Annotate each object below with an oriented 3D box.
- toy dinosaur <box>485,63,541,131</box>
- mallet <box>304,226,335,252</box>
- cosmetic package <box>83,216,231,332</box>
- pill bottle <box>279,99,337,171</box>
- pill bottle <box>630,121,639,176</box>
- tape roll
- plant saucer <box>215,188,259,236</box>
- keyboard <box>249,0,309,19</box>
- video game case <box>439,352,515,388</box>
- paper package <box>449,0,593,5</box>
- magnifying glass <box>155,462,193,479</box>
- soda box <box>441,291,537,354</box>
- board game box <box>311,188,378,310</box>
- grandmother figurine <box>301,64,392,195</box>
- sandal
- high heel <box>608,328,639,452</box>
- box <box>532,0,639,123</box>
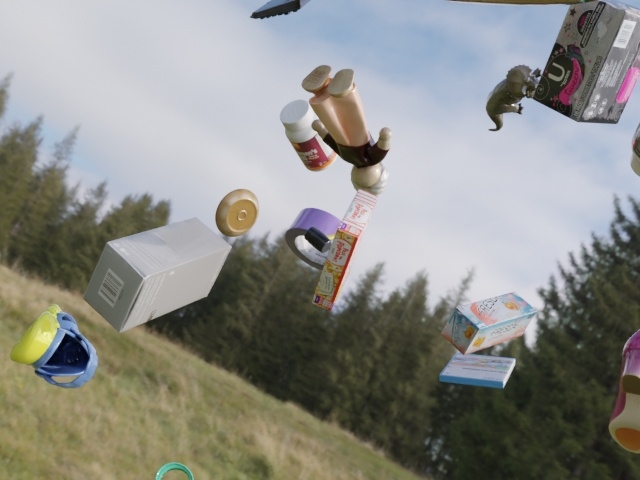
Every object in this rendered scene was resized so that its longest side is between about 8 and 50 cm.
[{"bbox_3d":[0.531,-0.408,2.252,0.160,0.121,0.313,-4,-13,-27],"label":"toy dinosaur"},{"bbox_3d":[0.042,-0.004,1.909,0.189,0.039,0.062,-3,39,-50],"label":"mallet"},{"bbox_3d":[-0.272,0.052,1.374,0.107,0.127,0.238,39,29,19],"label":"cosmetic package"},{"bbox_3d":[-0.037,-0.326,2.510,0.121,0.121,0.221,22,-23,38],"label":"pill bottle"},{"bbox_3d":[0.647,-0.194,1.515,0.107,0.108,0.180,26,-26,17],"label":"pill bottle"},{"bbox_3d":[0.000,0.000,2.268,0.188,0.080,0.189,25,-28,14],"label":"tape roll"},{"bbox_3d":[-0.131,-0.042,1.307,0.015,0.083,0.083,31,-5,47],"label":"plant saucer"},{"bbox_3d":[-0.030,-0.542,1.791,0.201,0.317,0.033,-13,-68,17],"label":"keyboard"},{"bbox_3d":[0.305,0.249,1.553,0.119,0.015,0.166,3,8,20],"label":"video game case"},{"bbox_3d":[0.396,-0.629,1.611,0.324,0.310,0.168,10,21,29],"label":"paper package"},{"bbox_3d":[-0.319,0.633,1.939,0.231,0.092,0.026,49,-31,28],"label":"magnifying glass"},{"bbox_3d":[0.292,0.140,1.389,0.183,0.063,0.058,-8,42,-45],"label":"soda box"},{"bbox_3d":[0.046,0.018,1.556,0.045,0.147,0.194,23,-50,5],"label":"board game box"},{"bbox_3d":[0.065,-0.224,1.756,0.207,0.104,0.342,28,-22,40],"label":"grandmother figurine"},{"bbox_3d":[-0.483,0.203,1.483,0.138,0.126,0.317,38,-7,-13],"label":"sandal"},{"bbox_3d":[0.545,0.260,1.383,0.082,0.117,0.244,7,-45,33],"label":"high heel"},{"bbox_3d":[0.601,-0.396,1.764,0.163,0.247,0.142,-4,31,-38],"label":"box"}]
